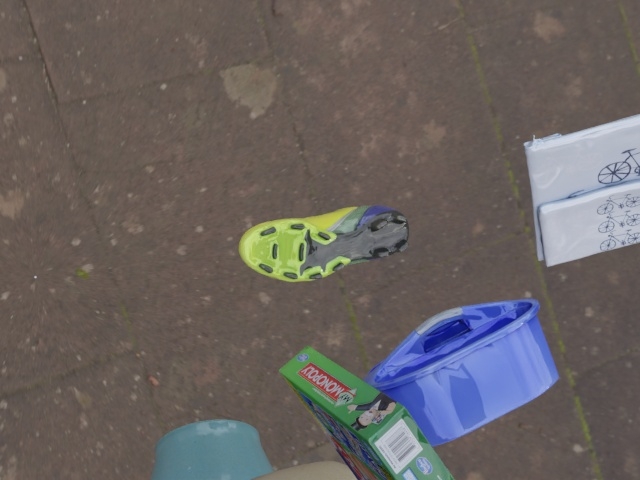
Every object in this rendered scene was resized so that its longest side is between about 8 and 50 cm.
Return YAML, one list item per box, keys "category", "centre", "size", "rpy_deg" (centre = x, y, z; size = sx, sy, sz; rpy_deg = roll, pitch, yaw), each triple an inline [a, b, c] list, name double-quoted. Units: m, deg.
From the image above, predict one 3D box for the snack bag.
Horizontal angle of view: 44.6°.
- category: "snack bag"
  centre: [0.562, -0.100, 1.484]
  size: [0.323, 0.037, 0.342]
  rpy_deg: [-14, 135, 8]

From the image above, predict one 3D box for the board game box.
- category: "board game box"
  centre: [0.095, 0.260, 0.775]
  size: [0.046, 0.213, 0.317]
  rpy_deg: [-39, 109, -15]

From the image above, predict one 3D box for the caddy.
- category: "caddy"
  centre: [0.241, 0.211, 1.368]
  size: [0.341, 0.241, 0.179]
  rpy_deg: [-26, 90, -5]

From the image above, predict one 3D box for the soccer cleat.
- category: "soccer cleat"
  centre: [0.000, 0.001, 1.176]
  size: [0.289, 0.121, 0.093]
  rpy_deg: [-9, 102, -31]

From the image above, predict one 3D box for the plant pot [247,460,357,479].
- category: "plant pot"
  centre: [-0.042, 0.402, 0.995]
  size: [0.274, 0.256, 0.257]
  rpy_deg: [-21, 96, -56]

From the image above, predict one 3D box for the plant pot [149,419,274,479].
- category: "plant pot"
  centre: [-0.173, 0.447, 1.280]
  size: [0.271, 0.272, 0.255]
  rpy_deg: [2, 50, -20]
